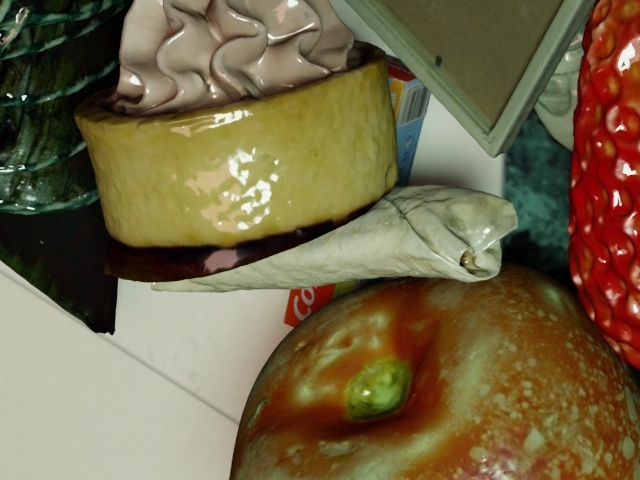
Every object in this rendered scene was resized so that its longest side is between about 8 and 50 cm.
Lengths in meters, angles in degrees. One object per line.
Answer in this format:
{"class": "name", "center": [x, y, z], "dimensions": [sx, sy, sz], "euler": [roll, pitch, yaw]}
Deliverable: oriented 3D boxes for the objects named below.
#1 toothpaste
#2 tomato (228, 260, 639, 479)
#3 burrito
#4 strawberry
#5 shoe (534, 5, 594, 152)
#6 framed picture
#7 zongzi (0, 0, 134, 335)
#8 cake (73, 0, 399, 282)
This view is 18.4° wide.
{"class": "toothpaste", "center": [0.016, -0.030, 1.310], "dimensions": [0.070, 0.044, 0.193], "euler": [23, 114, 23]}
{"class": "tomato", "center": [0.081, 0.152, 1.221], "dimensions": [0.270, 0.270, 0.222], "euler": [-21, 122, 26]}
{"class": "burrito", "center": [0.000, 0.000, 1.241], "dimensions": [0.275, 0.082, 0.059], "euler": [-2, 125, 42]}
{"class": "strawberry", "center": [0.223, -0.045, 1.126], "dimensions": [0.205, 0.205, 0.244], "euler": [-16, 108, 25]}
{"class": "shoe", "center": [0.139, -0.175, 1.185], "dimensions": [0.103, 0.098, 0.275], "euler": [-14, 102, 28]}
{"class": "framed picture", "center": [0.050, -0.238, 1.147], "dimensions": [0.324, 0.020, 0.240], "euler": [48, 135, 24]}
{"class": "zongzi", "center": [-0.198, -0.113, 1.283], "dimensions": [0.362, 0.319, 0.383], "euler": [49, 136, -7]}
{"class": "cake", "center": [-0.062, -0.089, 1.187], "dimensions": [0.208, 0.185, 0.178], "euler": [-24, 107, -9]}
